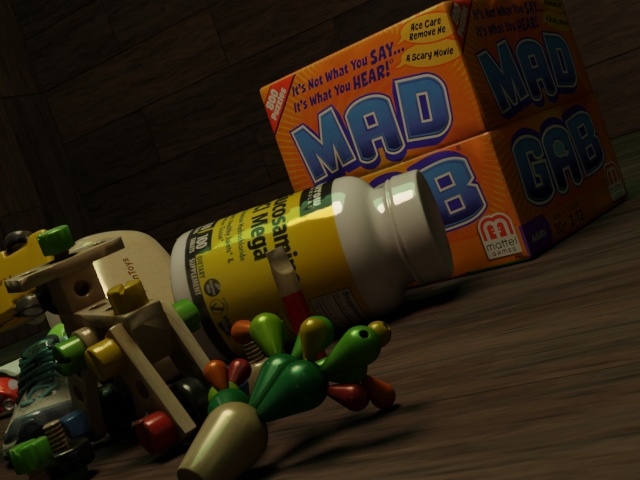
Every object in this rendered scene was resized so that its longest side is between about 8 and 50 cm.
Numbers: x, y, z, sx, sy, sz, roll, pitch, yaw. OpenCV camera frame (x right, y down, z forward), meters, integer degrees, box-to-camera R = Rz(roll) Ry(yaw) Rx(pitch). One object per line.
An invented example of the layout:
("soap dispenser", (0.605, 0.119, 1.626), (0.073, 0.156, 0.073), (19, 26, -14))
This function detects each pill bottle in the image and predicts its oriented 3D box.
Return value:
("pill bottle", (-0.009, 0.028, 1.193), (0.334, 0.187, 0.188), (-19, 3, 14))

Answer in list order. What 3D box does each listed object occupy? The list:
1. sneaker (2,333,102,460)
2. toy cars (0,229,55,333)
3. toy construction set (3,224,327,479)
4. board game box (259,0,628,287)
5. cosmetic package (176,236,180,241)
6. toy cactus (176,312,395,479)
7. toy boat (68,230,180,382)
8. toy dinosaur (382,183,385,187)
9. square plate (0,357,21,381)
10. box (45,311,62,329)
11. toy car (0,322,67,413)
("sneaker", (-0.346, 0.187, 1.154), (0.110, 0.122, 0.283), (-20, 4, -5))
("toy cars", (-0.421, 0.157, 1.120), (0.176, 0.393, 0.087), (28, 0, 31))
("toy construction set", (-0.173, 0.077, 0.940), (0.309, 0.237, 0.257), (-20, 3, -12))
("board game box", (0.197, -0.148, 1.436), (0.357, 0.356, 0.356), (-17, 4, 41))
("cosmetic package", (-0.187, 0.050, 1.921), (0.151, 0.183, 0.151), (-22, 4, -21))
("toy cactus", (-0.040, 0.131, 0.717), (0.219, 0.112, 0.180), (-13, 26, 45))
("toy boat", (-0.221, 0.102, 1.372), (0.318, 0.267, 0.148), (-5, -42, -31))
("toy dinosaur", (0.000, 0.000, 1.318), (0.268, 0.118, 0.064), (-48, 2, 25))
("square plate", (-0.516, 0.236, 1.998), (0.347, 0.049, 0.344), (-21, 3, -28))
("box", (-0.452, 0.137, 1.741), (0.119, 0.181, 0.181), (-21, 21, -15))
("toy car", (-0.459, 0.201, 1.532), (0.239, 0.053, 0.225), (-17, 27, 35))
